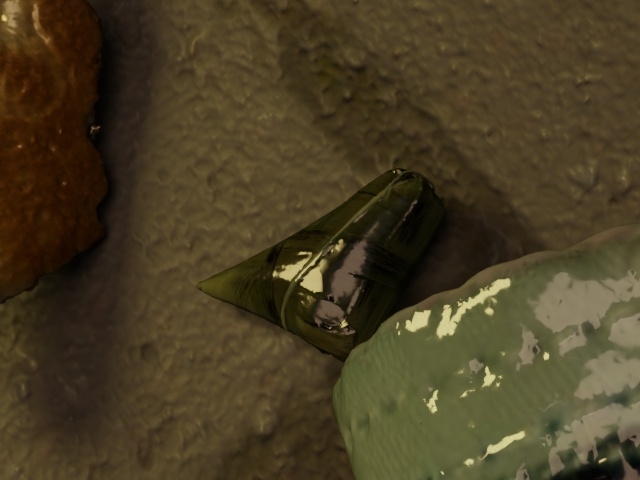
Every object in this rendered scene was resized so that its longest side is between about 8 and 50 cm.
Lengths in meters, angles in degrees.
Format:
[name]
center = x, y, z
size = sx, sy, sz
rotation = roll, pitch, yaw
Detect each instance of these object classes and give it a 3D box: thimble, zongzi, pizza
[thimble]
center = 0.125, 0.088, 0.865
size = 0.237, 0.237, 0.150
rotation = -22, 71, 13
[zongzi]
center = 0.000, 0.000, 1.033
size = 0.113, 0.052, 0.104
rotation = 23, 77, 35
[pizza]
center = -0.184, -0.062, 1.075
size = 0.134, 0.056, 0.271
rotation = 0, 80, -26
